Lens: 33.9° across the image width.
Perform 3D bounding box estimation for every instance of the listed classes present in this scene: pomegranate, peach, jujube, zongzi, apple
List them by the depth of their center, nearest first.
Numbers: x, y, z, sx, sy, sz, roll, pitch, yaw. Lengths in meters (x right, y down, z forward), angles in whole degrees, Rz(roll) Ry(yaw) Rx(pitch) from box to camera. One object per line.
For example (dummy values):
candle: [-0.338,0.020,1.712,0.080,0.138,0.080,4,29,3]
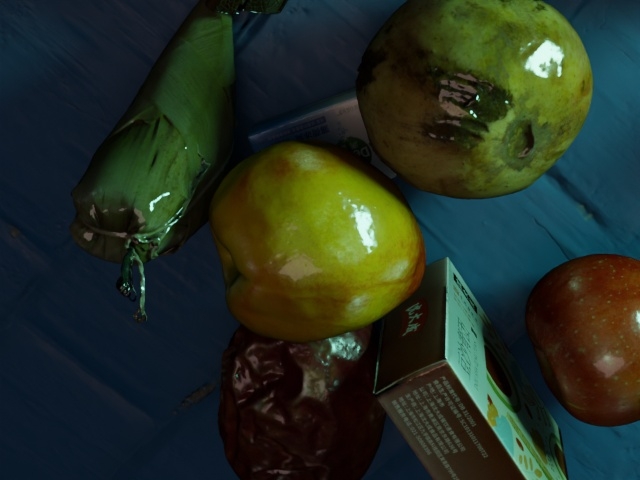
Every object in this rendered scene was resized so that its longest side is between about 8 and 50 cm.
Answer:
zongzi: [-0.227,-0.148,1.440,0.181,0.447,0.418,13,108,7]
pomegranate: [0.209,-0.204,1.454,0.322,0.322,0.322,2,112,5]
peach: [0.000,-0.005,1.484,0.308,0.289,0.289,-14,113,-19]
apple: [0.435,0.152,1.590,0.216,0.260,0.260,-20,109,0]
jujube: [-0.027,0.250,1.681,0.276,0.276,0.377,9,129,2]

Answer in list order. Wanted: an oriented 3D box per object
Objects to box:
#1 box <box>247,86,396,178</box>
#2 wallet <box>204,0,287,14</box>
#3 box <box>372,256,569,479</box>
box: [0.005,-0.139,1.611,0.194,0.073,0.139,-18,109,12]
wallet: [-0.054,-0.398,1.441,0.243,0.133,0.039,-48,59,46]
box: [0.241,0.268,1.606,0.122,0.344,0.385,-29,106,17]
